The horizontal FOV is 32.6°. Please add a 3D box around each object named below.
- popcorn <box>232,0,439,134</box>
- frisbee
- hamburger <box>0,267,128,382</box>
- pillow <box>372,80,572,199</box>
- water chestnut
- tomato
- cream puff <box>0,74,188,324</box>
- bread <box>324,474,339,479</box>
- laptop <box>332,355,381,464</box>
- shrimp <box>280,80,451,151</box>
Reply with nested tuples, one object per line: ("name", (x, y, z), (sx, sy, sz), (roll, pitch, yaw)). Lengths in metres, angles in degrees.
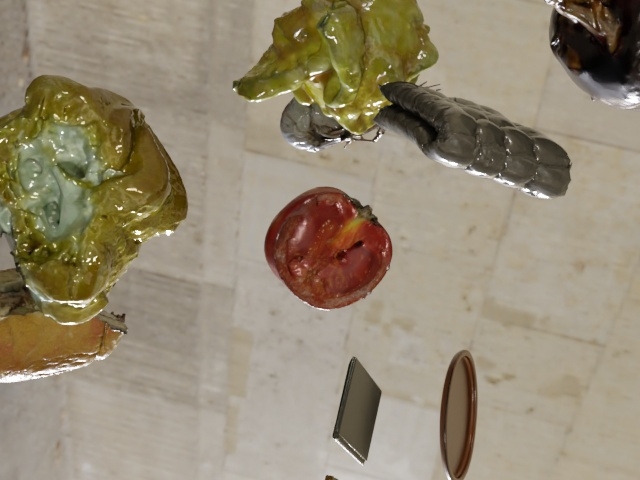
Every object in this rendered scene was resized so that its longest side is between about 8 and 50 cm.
("popcorn", (0.044, -0.329, 1.901), (0.321, 0.290, 0.325), (-61, -174, -4))
("frisbee", (0.257, 0.327, 2.034), (0.251, 0.021, 0.251), (1, 90, -70))
("hamburger", (-0.456, 0.137, 1.683), (0.245, 0.155, 0.282), (-45, 138, -8))
("pillow", (0.228, -0.159, 1.678), (0.326, 0.228, 0.101), (-134, -120, -69))
("water chestnut", (0.460, -0.358, 1.643), (0.335, 0.346, 0.335), (179, -90, -71))
("tomato", (0.000, 0.000, 1.320), (0.139, 0.159, 0.091), (-52, -147, 2))
("cream puff", (-0.336, -0.057, 1.567), (0.274, 0.269, 0.323), (130, -62, -73))
("bread", (0.013, 0.421, 1.748), (0.036, 0.047, 0.083), (-3, -120, 53))
("laptop", (0.058, 0.266, 1.694), (0.180, 0.016, 0.129), (58, 42, -61))
("shrimp", (0.088, -0.254, 2.180), (0.116, 0.343, 0.145), (-116, -167, -74))
